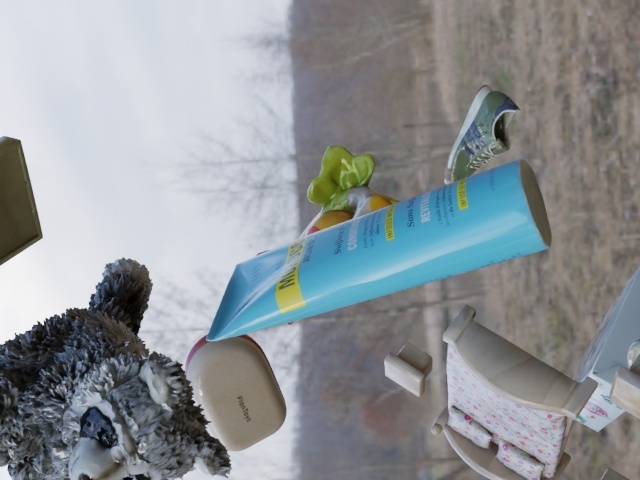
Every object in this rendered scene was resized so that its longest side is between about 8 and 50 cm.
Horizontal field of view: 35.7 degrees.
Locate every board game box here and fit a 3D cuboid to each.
[{"bbox_3d":[0.544,0.205,1.808,0.224,0.097,0.303,-59,-12,-17],"label":"board game box"}]

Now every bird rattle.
[{"bbox_3d":[0.000,0.000,1.253,0.143,0.253,0.207,49,171,-14],"label":"bird rattle"}]

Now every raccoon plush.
[{"bbox_3d":[-0.230,0.132,1.234,0.216,0.299,0.446,51,-146,-38],"label":"raccoon plush"}]

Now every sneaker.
[{"bbox_3d":[0.286,-0.168,1.731,0.064,0.086,0.192,-10,-55,-54],"label":"sneaker"}]

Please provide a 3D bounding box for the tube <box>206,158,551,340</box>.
[{"bbox_3d":[0.030,0.009,0.587,0.052,0.207,0.080,63,-157,-21],"label":"tube"}]

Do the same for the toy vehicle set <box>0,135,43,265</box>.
[{"bbox_3d":[-0.504,-0.018,1.370,0.267,0.035,0.166,-42,-43,-48],"label":"toy vehicle set"}]

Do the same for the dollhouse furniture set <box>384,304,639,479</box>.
[{"bbox_3d":[0.165,0.187,0.880,0.174,0.355,0.303,-49,-26,-23],"label":"dollhouse furniture set"}]

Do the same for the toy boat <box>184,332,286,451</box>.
[{"bbox_3d":[-0.164,0.257,1.802,0.151,0.151,0.231,45,158,57],"label":"toy boat"}]

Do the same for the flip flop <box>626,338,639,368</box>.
[{"bbox_3d":[0.529,0.198,1.468,0.277,0.080,0.112,-177,75,-73],"label":"flip flop"}]
